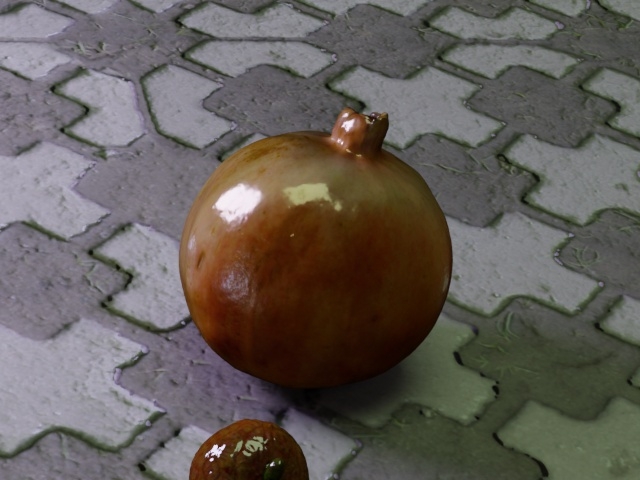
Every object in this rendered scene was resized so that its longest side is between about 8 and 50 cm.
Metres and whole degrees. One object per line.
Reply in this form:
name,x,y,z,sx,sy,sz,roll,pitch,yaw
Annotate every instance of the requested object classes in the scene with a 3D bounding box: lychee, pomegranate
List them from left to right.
lychee,-0.057,0.210,1.544,0.114,0.101,0.140,-44,39,-14
pomegranate,0.000,0.000,1.724,0.252,0.270,0.229,10,24,-11
